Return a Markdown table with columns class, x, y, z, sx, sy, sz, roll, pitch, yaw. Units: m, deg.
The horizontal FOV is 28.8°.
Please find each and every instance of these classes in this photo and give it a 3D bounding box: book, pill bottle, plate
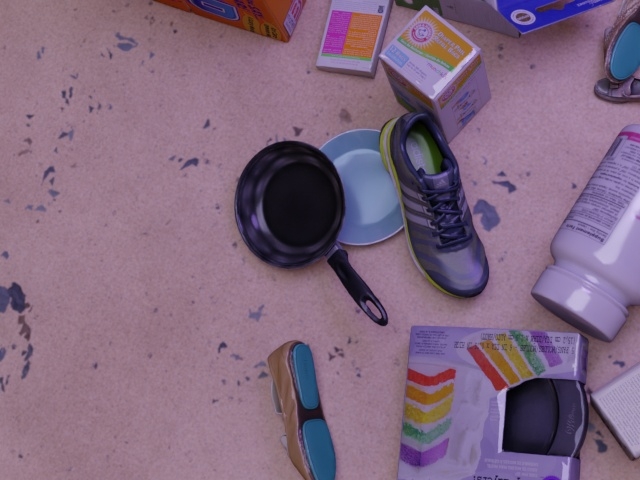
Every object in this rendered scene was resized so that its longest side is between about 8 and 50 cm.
| class | x | y | z | sx | sy | sz | roll | pitch | yaw |
| --- | --- | --- | --- | --- | --- | --- | --- | --- | --- |
| book | 0.054 | -0.336 | 1.991 | 0.096 | 0.035 | 0.144 | 11 | 79 | 17 |
| pill bottle | 0.429 | -0.008 | 1.772 | 0.160 | 0.160 | 0.283 | 32 | 86 | 16 |
| plate | 0.065 | -0.082 | 1.933 | 0.188 | 0.024 | 0.188 | -2 | 77 | 10 |

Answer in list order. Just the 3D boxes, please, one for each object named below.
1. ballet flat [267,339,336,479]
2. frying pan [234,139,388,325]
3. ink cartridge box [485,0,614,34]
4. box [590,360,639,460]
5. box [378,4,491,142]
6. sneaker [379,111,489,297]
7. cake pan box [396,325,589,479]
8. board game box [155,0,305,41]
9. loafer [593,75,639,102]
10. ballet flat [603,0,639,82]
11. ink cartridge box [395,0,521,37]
| class | x | y | z | sx | sy | sz | roll | pitch | yaw |
| --- | --- | --- | --- | --- | --- | --- | --- | --- | --- |
| ballet flat | -0.031 | 0.267 | 1.858 | 0.073 | 0.080 | 0.232 | -22 | 69 | 35 |
| frying pan | 0.009 | -0.028 | 1.883 | 0.326 | 0.053 | 0.197 | 27 | 103 | 25 |
| ink cartridge box | 0.265 | -0.454 | 1.872 | 0.176 | 0.069 | 0.371 | -22 | 54 | -22 |
| box | 0.519 | 0.189 | 1.743 | 0.275 | 0.094 | 0.113 | -33 | 73 | 2 |
| box | 0.173 | -0.244 | 1.855 | 0.114 | 0.203 | 0.103 | 42 | 88 | 17 |
| sneaker | 0.169 | -0.056 | 1.838 | 0.111 | 0.121 | 0.299 | -23 | 83 | -7 |
| cake pan box | 0.249 | 0.248 | 1.773 | 0.267 | 0.070 | 0.245 | 2 | 80 | 25 |
| board game box | -0.181 | -0.576 | 1.922 | 0.356 | 0.356 | 0.356 | 20 | 82 | 15 |
| loafer | 0.476 | -0.230 | 1.877 | 0.125 | 0.039 | 0.045 | 8 | 78 | 13 |
| ballet flat | 0.473 | -0.326 | 1.891 | 0.206 | 0.073 | 0.067 | -57 | 31 | -12 |
| ink cartridge box | 0.217 | -0.386 | 1.929 | 0.209 | 0.109 | 0.062 | 18 | 81 | 15 |
